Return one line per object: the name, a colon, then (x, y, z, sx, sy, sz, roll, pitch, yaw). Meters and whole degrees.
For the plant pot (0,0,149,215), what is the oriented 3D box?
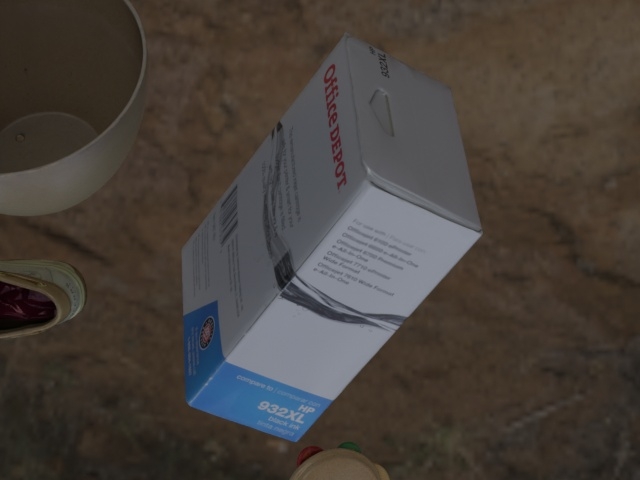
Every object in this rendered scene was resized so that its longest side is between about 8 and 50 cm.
plant pot: (-0.315, -0.135, 1.690, 0.284, 0.284, 0.191, 0, 148, 4)

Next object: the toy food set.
toy food set: (0.008, 0.186, 1.125, 0.082, 0.083, 0.020, 40, 172, -25)

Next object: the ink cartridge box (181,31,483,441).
ink cartridge box: (0.000, 0.000, 1.449, 0.129, 0.223, 0.307, 24, 125, -24)

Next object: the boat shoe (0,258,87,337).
boat shoe: (-0.210, 0.035, 0.930, 0.135, 0.045, 0.050, -6, 104, 9)
